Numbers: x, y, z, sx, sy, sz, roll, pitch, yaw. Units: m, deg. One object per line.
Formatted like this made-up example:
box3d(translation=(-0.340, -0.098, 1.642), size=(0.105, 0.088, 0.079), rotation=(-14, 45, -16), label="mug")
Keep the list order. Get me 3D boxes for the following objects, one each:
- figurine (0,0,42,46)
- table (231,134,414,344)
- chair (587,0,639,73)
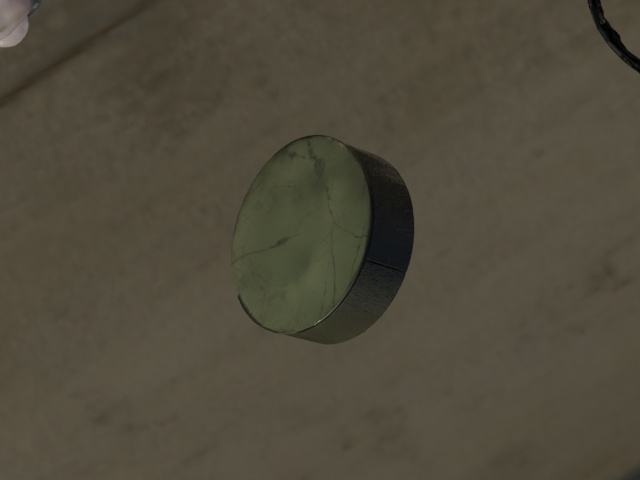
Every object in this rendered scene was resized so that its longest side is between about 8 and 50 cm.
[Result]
box3d(translation=(-0.304, -0.301, 1.614), size=(0.200, 0.276, 0.133), rotation=(-14, 145, 24), label="figurine")
box3d(translation=(0.000, 0.000, 1.165), size=(0.043, 0.133, 0.133), rotation=(17, 126, -41), label="table")
box3d(translation=(0.151, -0.173, 0.721), size=(0.149, 0.213, 0.174), rotation=(-43, -175, 33), label="chair")
